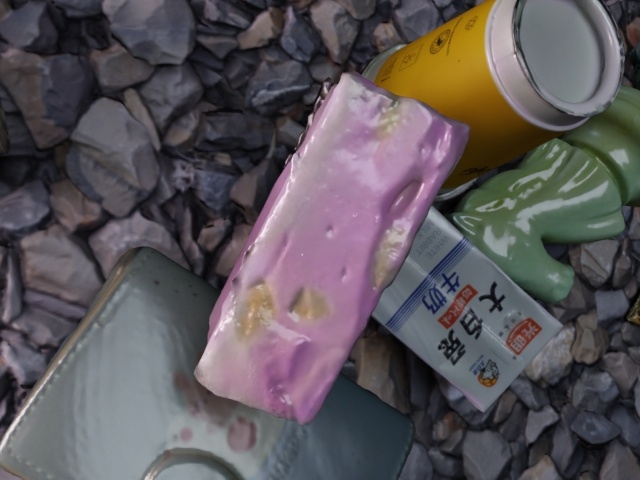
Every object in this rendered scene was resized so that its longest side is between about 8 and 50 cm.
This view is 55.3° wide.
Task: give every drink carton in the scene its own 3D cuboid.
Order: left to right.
[{"bbox_3d":[0.093,0.029,0.650,0.315,0.106,0.131,42,94,-8],"label":"drink carton"}]

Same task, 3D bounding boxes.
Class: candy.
[{"bbox_3d":[0.000,0.000,0.507,0.115,0.155,0.265,27,96,-10],"label":"candy"}]

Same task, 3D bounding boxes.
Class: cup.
[{"bbox_3d":[0.161,-0.152,0.649,0.196,0.279,0.197,3,82,-24],"label":"cup"}]

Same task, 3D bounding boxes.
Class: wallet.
[{"bbox_3d":[-0.091,0.193,0.578,0.360,0.083,0.252,34,63,-10],"label":"wallet"}]

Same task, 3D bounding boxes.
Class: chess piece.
[{"bbox_3d":[0.294,-0.044,0.759,0.298,0.176,0.176,-40,94,-11],"label":"chess piece"}]

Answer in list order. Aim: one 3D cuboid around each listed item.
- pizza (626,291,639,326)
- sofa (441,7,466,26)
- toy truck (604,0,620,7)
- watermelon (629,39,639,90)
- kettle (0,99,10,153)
[{"bbox_3d":[0.498,0.071,0.861,0.176,0.036,0.185,-6,80,-23],"label":"pizza"},{"bbox_3d":[0.234,-0.258,0.803,0.147,0.085,0.060,13,77,-18],"label":"sofa"},{"bbox_3d":[0.443,-0.462,0.897,0.124,0.155,0.268,41,70,-8],"label":"toy truck"},{"bbox_3d":[0.645,-0.194,0.894,0.258,0.228,0.388,-19,77,-33],"label":"watermelon"},{"bbox_3d":[-0.432,-0.167,0.457,0.317,0.205,0.265,-15,87,-21],"label":"kettle"}]
